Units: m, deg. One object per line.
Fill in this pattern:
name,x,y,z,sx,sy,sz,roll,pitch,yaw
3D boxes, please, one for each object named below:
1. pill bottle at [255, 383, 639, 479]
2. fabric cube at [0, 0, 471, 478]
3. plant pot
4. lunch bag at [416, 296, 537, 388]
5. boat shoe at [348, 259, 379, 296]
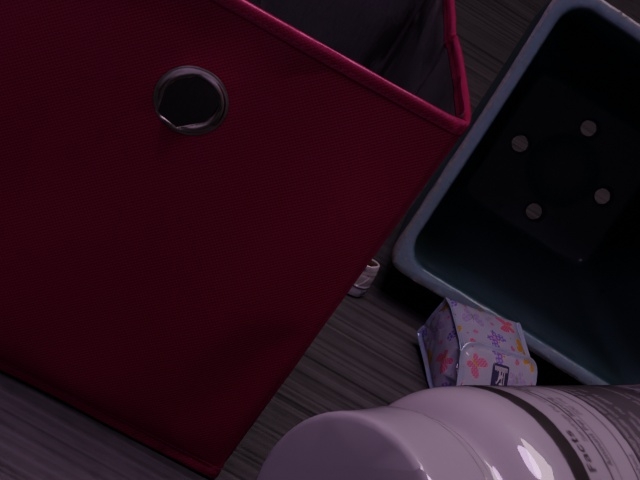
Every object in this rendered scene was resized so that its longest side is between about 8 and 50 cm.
pill bottle,0.107,0.158,0.740,0.283,0.161,0.161,5,38,-45
fabric cube,-0.094,-0.075,0.798,0.254,0.258,0.259,29,26,-13
plant pot,0.220,-0.044,1.149,0.247,0.248,0.252,32,9,-4
lunch bag,0.115,0.090,0.995,0.071,0.053,0.083,20,38,-24
boat shoe,0.000,0.000,1.033,0.100,0.035,0.035,37,26,5
